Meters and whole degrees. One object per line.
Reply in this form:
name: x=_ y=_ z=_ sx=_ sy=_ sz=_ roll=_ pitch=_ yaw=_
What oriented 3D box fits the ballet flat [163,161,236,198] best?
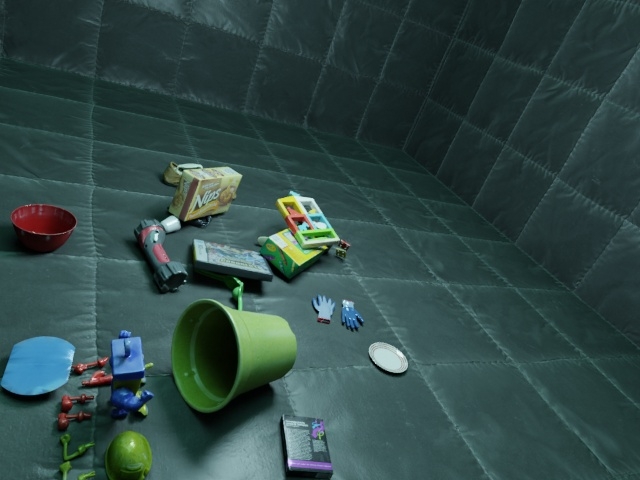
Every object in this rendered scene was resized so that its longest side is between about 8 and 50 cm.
ballet flat: x=-0.544 y=-0.283 z=2.229 sx=0.342 sy=0.124 sz=0.116 roll=16 pitch=27 yaw=-13

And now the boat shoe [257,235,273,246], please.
boat shoe: x=-0.207 y=0.004 z=2.030 sx=0.133 sy=0.049 sz=0.042 roll=14 pitch=31 yaw=-32

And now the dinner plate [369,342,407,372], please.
dinner plate: x=0.229 y=0.401 z=1.650 sx=0.141 sy=0.017 sz=0.141 roll=18 pitch=27 yaw=-10

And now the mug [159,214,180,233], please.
mug: x=-0.585 y=-0.054 z=1.860 sx=0.062 sy=0.078 sz=0.064 roll=57 pitch=40 yaw=-2

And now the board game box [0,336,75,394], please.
board game box: x=-0.659 y=0.301 z=1.141 sx=0.133 sy=0.033 sz=0.168 roll=5 pitch=37 yaw=-19

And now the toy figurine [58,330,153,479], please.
toy figurine: x=-0.457 y=0.318 z=1.062 sx=0.191 sy=0.217 sz=0.362 roll=7 pitch=29 yaw=-27

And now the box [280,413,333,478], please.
box: x=-0.038 y=0.516 z=1.221 sx=0.116 sy=0.029 sz=0.162 roll=14 pitch=29 yaw=-18

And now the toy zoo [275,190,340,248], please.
toy zoo: x=-0.064 y=-0.093 z=2.024 sx=0.192 sy=0.030 sz=0.293 roll=-7 pitch=53 yaw=-41

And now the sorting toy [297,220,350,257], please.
sorting toy: x=0.000 y=0.000 z=2.112 sx=0.274 sy=0.132 sz=0.046 roll=32 pitch=56 yaw=-2

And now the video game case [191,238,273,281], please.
video game case: x=-0.325 y=0.069 z=1.765 sx=0.275 sy=0.035 sz=0.248 roll=12 pitch=13 yaw=-20

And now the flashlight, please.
flashlight: x=-0.538 y=0.045 z=1.646 sx=0.103 sy=0.103 sz=0.304 roll=0 pitch=32 yaw=-42

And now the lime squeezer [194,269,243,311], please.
lime squeezer: x=-0.307 y=0.167 z=1.641 sx=0.110 sy=0.058 sz=0.310 roll=-4 pitch=37 yaw=-42

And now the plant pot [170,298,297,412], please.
plant pot: x=-0.209 y=0.294 z=1.289 sx=0.254 sy=0.276 sz=0.276 roll=9 pitch=27 yaw=-50

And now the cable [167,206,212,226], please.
cable: x=-0.539 y=-0.118 z=2.009 sx=0.185 sy=0.047 sz=0.150 roll=15 pitch=27 yaw=-12

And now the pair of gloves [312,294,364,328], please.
pair of gloves: x=0.064 y=0.262 z=1.782 sx=0.198 sy=0.023 sz=0.159 roll=16 pitch=29 yaw=-11

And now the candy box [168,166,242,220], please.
candy box: x=-0.459 y=-0.195 z=1.968 sx=0.088 sy=0.183 sz=0.316 roll=31 pitch=19 yaw=14

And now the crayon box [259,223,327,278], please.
crayon box: x=-0.103 y=0.037 z=1.956 sx=0.165 sy=0.081 sz=0.278 roll=42 pitch=26 yaw=10

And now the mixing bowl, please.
mixing bowl: x=-0.874 y=-0.028 z=1.529 sx=0.181 sy=0.098 sz=0.181 roll=18 pitch=26 yaw=-9
